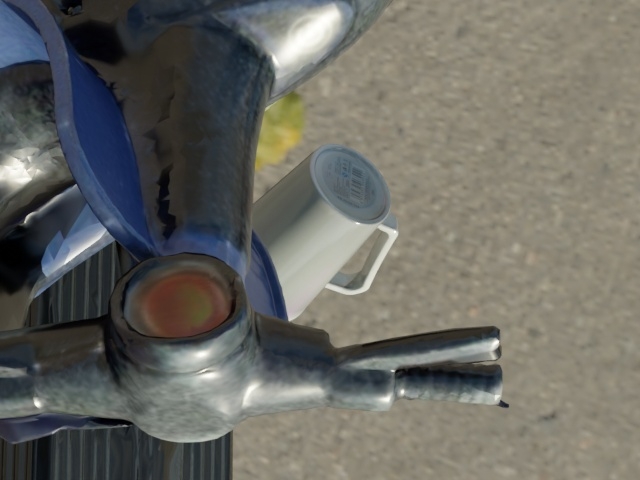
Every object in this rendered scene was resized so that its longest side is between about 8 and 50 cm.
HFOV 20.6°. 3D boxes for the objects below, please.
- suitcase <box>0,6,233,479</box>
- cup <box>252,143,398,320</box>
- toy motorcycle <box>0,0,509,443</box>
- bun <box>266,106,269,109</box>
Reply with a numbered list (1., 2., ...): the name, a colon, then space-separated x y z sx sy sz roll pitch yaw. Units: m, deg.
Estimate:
1. suitcase: -0.165 0.040 0.917 0.152 0.229 0.335 9 79 -50
2. cup: 0.000 0.000 1.129 0.104 0.116 0.074 23 45 -27
3. toy motorcycle: -0.112 0.025 0.512 0.358 0.212 0.125 -34 134 10
4. bun: -0.113 -0.144 1.659 0.118 0.195 0.195 48 68 -5
